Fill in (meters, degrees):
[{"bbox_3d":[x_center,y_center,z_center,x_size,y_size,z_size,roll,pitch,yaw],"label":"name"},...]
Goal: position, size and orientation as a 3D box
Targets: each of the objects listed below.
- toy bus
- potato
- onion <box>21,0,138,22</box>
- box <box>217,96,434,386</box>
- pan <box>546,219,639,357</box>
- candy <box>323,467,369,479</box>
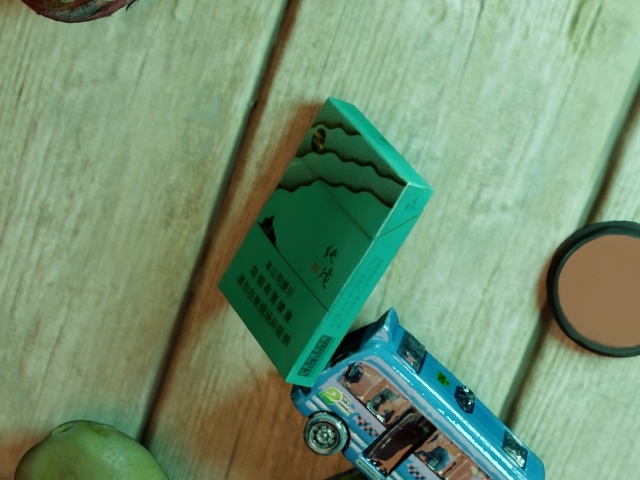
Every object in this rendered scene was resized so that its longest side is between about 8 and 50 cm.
[{"bbox_3d":[0.095,0.189,1.695,0.246,0.113,0.134,44,108,-3],"label":"toy bus"},{"bbox_3d":[-0.221,0.295,1.761,0.178,0.160,0.235,-22,83,-3],"label":"potato"},{"bbox_3d":[-0.240,-0.294,1.613,0.195,0.159,0.159,45,109,18],"label":"onion"},{"bbox_3d":[0.000,0.000,1.649,0.042,0.161,0.226,15,115,-40],"label":"box"},{"bbox_3d":[0.328,0.066,1.663,0.235,0.028,0.136,21,108,4],"label":"pan"},{"bbox_3d":[-0.027,0.296,1.757,0.195,0.097,0.062,-23,103,16],"label":"candy"}]
